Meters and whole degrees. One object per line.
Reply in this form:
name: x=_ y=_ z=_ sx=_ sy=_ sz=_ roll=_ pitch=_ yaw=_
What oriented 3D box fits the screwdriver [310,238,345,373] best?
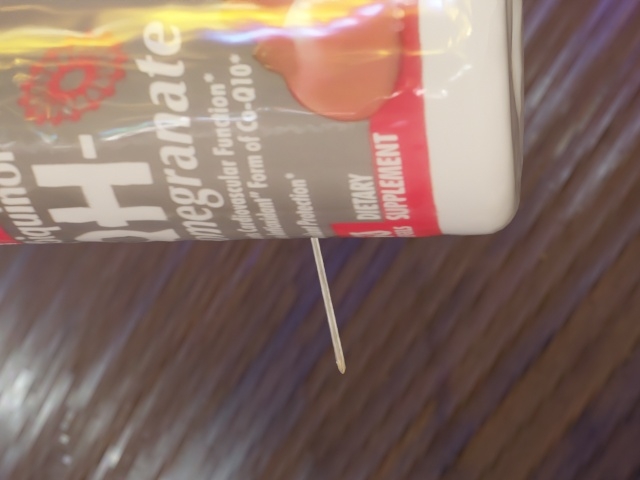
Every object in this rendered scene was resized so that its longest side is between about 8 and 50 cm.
screwdriver: x=0.000 y=0.000 z=1.100 sx=0.024 sy=0.025 sz=0.170 roll=104 pitch=152 yaw=-60

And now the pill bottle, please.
pill bottle: x=-0.089 y=-0.086 z=0.677 sx=0.176 sy=0.319 sz=0.176 roll=-1 pitch=-90 yaw=-82
